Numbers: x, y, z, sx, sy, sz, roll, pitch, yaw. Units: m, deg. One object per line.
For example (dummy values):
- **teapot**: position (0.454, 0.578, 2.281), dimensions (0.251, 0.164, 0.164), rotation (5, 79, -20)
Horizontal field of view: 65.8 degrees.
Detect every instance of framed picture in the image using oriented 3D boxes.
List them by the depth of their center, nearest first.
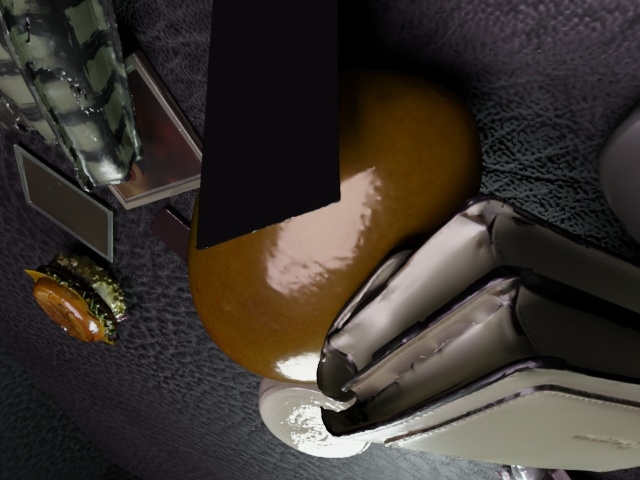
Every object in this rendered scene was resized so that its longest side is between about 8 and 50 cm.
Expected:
- **framed picture**: position (-0.305, -0.160, 0.803), dimensions (0.290, 0.020, 0.211), rotation (-8, 124, 40)
- **framed picture**: position (-0.542, -0.075, 1.063), dimensions (0.252, 0.014, 0.197), rotation (34, 141, 3)

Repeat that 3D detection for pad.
- **pad**: position (-0.053, -0.152, 0.458), dimensions (0.005, 0.299, 0.202), rotation (14, 159, -42)

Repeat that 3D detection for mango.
- **mango**: position (0.000, 0.000, 0.576), dimensions (0.300, 0.232, 0.445), rotation (38, 134, 3)

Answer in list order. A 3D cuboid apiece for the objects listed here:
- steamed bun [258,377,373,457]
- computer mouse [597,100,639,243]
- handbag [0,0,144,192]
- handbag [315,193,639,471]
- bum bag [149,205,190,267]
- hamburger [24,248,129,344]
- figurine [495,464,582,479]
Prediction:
- **steamed bun**: position (0.008, 0.276, 0.900), dimensions (0.232, 0.145, 0.231), rotation (9, 127, 13)
- **computer mouse**: position (0.369, -0.074, 0.336), dimensions (0.197, 0.095, 0.331), rotation (48, 140, -7)
- **handbag**: position (-0.408, -0.263, 0.659), dimensions (0.325, 0.162, 0.326), rotation (28, 144, 21)
- **handbag**: position (0.207, 0.121, 0.468), dimensions (0.359, 0.160, 0.236), rotation (18, 134, -26)
- **bum bag**: position (-0.249, 0.013, 0.924), dimensions (0.159, 0.026, 0.109), rotation (44, 141, -8)
- **hamburger**: position (-0.571, 0.140, 1.196), dimensions (0.243, 0.138, 0.261), rotation (27, 139, 15)
- **figurine**: position (0.380, 0.416, 0.798), dimensions (0.229, 0.112, 0.137), rotation (50, 167, -5)
